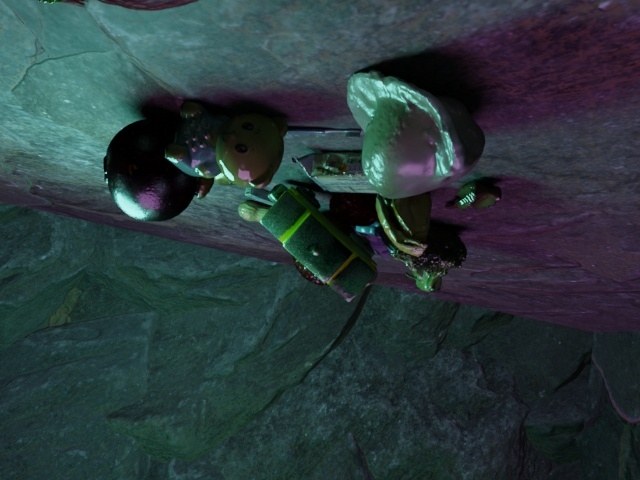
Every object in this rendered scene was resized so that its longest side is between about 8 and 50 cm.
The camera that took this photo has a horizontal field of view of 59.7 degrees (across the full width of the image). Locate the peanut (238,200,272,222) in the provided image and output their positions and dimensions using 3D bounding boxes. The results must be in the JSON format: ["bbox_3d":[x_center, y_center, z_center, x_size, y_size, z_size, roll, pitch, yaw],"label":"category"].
[{"bbox_3d":[-0.227,-0.102,2.156,0.186,0.082,0.082,14,169,-15],"label":"peanut"}]

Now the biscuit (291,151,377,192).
[{"bbox_3d":[0.094,-0.175,1.443,0.308,0.079,0.186,5,165,34],"label":"biscuit"}]

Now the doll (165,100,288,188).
[{"bbox_3d":[-0.209,-0.217,1.307,0.260,0.177,0.161,9,164,24],"label":"doll"}]

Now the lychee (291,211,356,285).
[{"bbox_3d":[0.024,0.034,2.078,0.275,0.276,0.304,6,142,27],"label":"lychee"}]

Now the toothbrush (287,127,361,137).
[{"bbox_3d":[-0.009,-0.254,1.312,0.219,0.019,0.016,7,173,23],"label":"toothbrush"}]

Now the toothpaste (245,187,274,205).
[{"bbox_3d":[-0.185,-0.150,1.975,0.164,0.034,0.046,20,167,-34],"label":"toothpaste"}]

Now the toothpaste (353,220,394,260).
[{"bbox_3d":[0.209,-0.023,2.137,0.125,0.080,0.371,5,158,29],"label":"toothpaste"}]

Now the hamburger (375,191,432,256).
[{"bbox_3d":[0.229,-0.042,1.568,0.155,0.208,0.135,9,144,-10],"label":"hamburger"}]

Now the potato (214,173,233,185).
[{"bbox_3d":[-0.267,-0.203,1.708,0.137,0.070,0.091,6,173,37],"label":"potato"}]

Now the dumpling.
[{"bbox_3d":[0.165,-0.176,1.035,0.269,0.212,0.320,21,155,-27],"label":"dumpling"}]

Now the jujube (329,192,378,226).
[{"bbox_3d":[0.109,-0.099,1.725,0.176,0.109,0.112,20,166,-41],"label":"jujube"}]

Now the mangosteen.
[{"bbox_3d":[-0.424,-0.185,1.478,0.287,0.288,0.288,12,169,2],"label":"mangosteen"}]

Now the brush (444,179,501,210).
[{"bbox_3d":[0.395,-0.106,1.519,0.084,0.071,0.301,10,175,-5],"label":"brush"}]

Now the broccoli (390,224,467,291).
[{"bbox_3d":[0.379,0.059,1.942,0.261,0.242,0.269,-9,-157,-38],"label":"broccoli"}]

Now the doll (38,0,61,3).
[{"bbox_3d":[-0.478,-0.429,0.868,0.115,0.050,0.190,3,168,25],"label":"doll"}]

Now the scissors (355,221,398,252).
[{"bbox_3d":[0.213,-0.014,1.769,0.192,0.029,0.447,0,-168,2],"label":"scissors"}]

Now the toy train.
[{"bbox_3d":[0.000,0.000,1.728,0.442,0.179,0.272,42,-167,-3],"label":"toy train"}]
